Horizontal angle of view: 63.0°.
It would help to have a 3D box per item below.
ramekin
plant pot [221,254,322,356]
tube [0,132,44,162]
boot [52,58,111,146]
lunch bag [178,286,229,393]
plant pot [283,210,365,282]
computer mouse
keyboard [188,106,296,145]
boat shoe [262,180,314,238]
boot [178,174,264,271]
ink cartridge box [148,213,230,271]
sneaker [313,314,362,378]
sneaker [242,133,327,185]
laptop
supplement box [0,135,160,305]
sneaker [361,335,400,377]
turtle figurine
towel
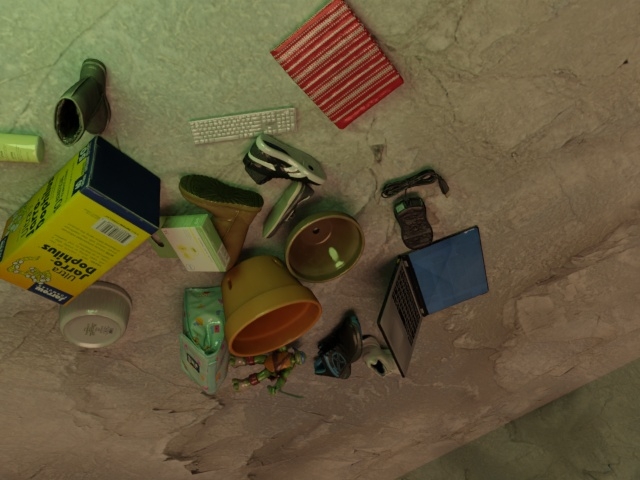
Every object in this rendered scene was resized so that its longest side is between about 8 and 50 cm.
[{"bbox_3d":[-0.671,0.228,1.550,0.207,0.109,0.207,-8,135,-8],"label":"ramekin"},{"bbox_3d":[-0.166,0.181,1.545,0.290,0.204,0.291,-21,150,-13],"label":"plant pot"},{"bbox_3d":[-0.742,-0.205,1.143,0.240,0.062,0.070,3,92,-12],"label":"tube"},{"bbox_3d":[-0.480,-0.251,1.059,0.075,0.209,0.190,0,133,-15],"label":"boot"},{"bbox_3d":[-0.353,0.310,1.612,0.160,0.262,0.224,-1,135,-15],"label":"lunch bag"},{"bbox_3d":[0.000,0.000,1.503,0.237,0.110,0.238,-12,129,-15],"label":"plant pot"},{"bbox_3d":[0.300,-0.098,1.544,0.184,0.060,0.262,-22,124,12],"label":"computer mouse"},{"bbox_3d":[-0.185,-0.275,1.260,0.255,0.014,0.072,-9,135,-7],"label":"keyboard"},{"bbox_3d":[-0.091,-0.076,1.440,0.064,0.075,0.206,22,120,-29],"label":"boat shoe"},{"bbox_3d":[-0.300,-0.034,1.415,0.236,0.089,0.270,17,131,-21],"label":"boot"},{"bbox_3d":[-0.376,0.009,1.388,0.234,0.056,0.171,-2,135,18],"label":"ink cartridge box"},{"bbox_3d":[0.065,0.405,1.924,0.139,0.125,0.341,3,131,-12],"label":"sneaker"},{"bbox_3d":[-0.099,-0.179,1.343,0.216,0.079,0.121,27,128,-29],"label":"sneaker"},{"bbox_3d":[0.396,0.218,1.764,0.236,0.408,0.382,5,143,28],"label":"laptop"},{"bbox_3d":[-0.577,-0.039,1.252,0.356,0.194,0.195,-35,133,19],"label":"supplement box"},{"bbox_3d":[0.246,0.485,2.050,0.111,0.129,0.297,-41,132,21],"label":"sneaker"},{"bbox_3d":[-0.192,0.435,1.834,0.266,0.275,0.198,-16,102,6],"label":"turtle figurine"},{"bbox_3d":[0.045,-0.395,1.196,0.198,0.031,0.275,-34,131,20],"label":"towel"}]
